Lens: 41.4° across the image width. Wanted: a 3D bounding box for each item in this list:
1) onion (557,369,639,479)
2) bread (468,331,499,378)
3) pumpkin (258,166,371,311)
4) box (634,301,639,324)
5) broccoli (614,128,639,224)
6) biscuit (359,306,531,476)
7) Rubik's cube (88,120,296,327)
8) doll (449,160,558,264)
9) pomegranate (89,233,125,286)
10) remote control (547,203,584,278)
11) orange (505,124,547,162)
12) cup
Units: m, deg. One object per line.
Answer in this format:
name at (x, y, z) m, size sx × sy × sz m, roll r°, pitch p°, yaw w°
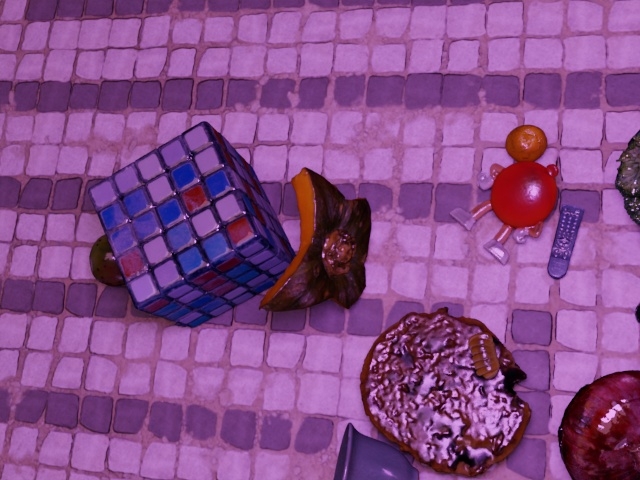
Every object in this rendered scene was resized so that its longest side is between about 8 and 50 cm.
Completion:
onion at (0.534, 0.344, 1.483) m, size 0.246 × 0.190 × 0.246 m, roll -1°, pitch 100°, yaw -6°
bread at (0.306, 0.215, 1.584) m, size 0.049 × 0.034 × 0.088 m, roll -15°, pitch 69°, yaw 17°
pumpkin at (0.010, 0.022, 1.683) m, size 0.095 × 0.258 × 0.290 m, roll 4°, pitch 78°, yaw 38°
box at (0.695, 0.139, 1.545) m, size 0.201 × 0.090 × 0.144 m, roll 40°, pitch 88°, yaw 21°
broccoli at (0.677, -0.112, 1.542) m, size 0.265 × 0.245 × 0.294 m, roll 3°, pitch 101°, yaw -3°
biscuit at (0.242, 0.290, 1.635) m, size 0.334 × 0.081 × 0.289 m, roll 42°, pitch 85°, yaw 22°
Rubik's cube at (-0.251, -0.020, 1.742) m, size 0.287 × 0.292 × 0.293 m, roll -29°, pitch 69°, yaw 6°
doll at (0.384, -0.080, 1.694) m, size 0.217 × 0.085 × 0.183 m, roll -50°, pitch 66°, yaw 18°
pomegranate at (-0.451, 0.043, 1.877) m, size 0.130 × 0.130 × 0.130 m, roll -4°, pitch 75°, yaw 14°
remote control at (0.481, 0.003, 1.673) m, size 0.044 × 0.027 × 0.152 m, roll 13°, pitch 78°, yaw 24°
orange at (0.417, -0.195, 1.718) m, size 0.083 × 0.070 × 0.083 m, roll -3°, pitch 66°, yaw 6°
cup at (0.105, 0.457, 1.594) m, size 0.150 × 0.199 × 0.199 m, roll 12°, pitch 79°, yaw -1°
